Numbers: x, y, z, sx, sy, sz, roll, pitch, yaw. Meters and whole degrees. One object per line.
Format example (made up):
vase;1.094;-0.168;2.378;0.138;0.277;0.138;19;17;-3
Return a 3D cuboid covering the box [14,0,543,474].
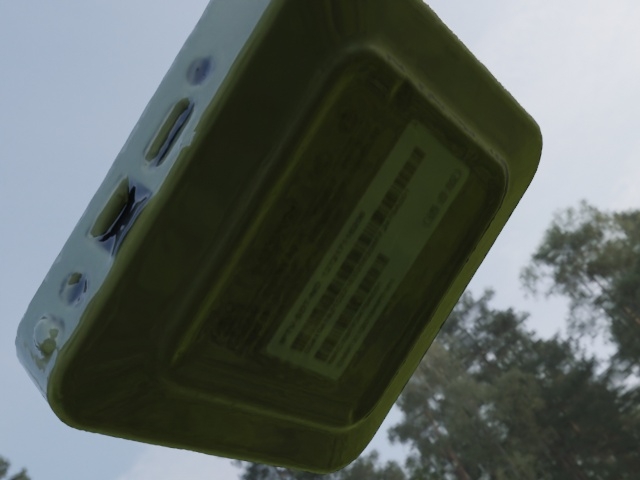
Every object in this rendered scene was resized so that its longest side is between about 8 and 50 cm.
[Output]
box;0.000;0.000;0.688;0.373;0.090;0.367;27;-86;-51
